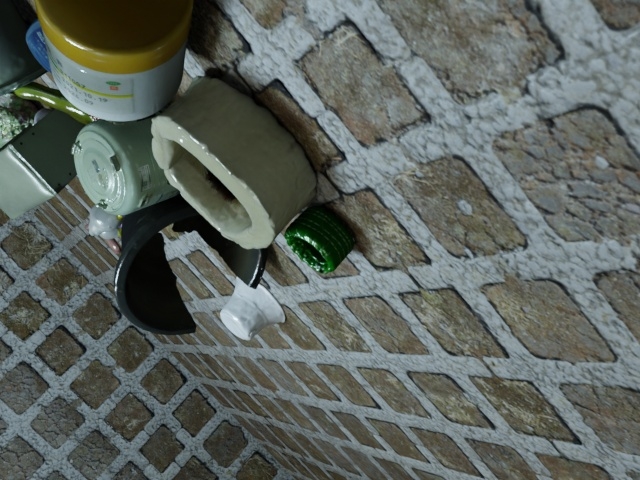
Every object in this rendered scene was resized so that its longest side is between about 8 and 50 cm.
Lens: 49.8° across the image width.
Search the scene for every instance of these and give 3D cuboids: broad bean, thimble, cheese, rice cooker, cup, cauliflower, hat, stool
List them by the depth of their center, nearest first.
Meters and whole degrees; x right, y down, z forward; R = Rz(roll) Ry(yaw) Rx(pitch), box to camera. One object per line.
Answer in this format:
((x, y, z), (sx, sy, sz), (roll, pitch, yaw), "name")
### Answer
((-0.180, -0.145, 1.344), (0.332, 0.153, 0.292), (50, 155, -15), "cheese")
((0.000, 0.000, 1.387), (0.130, 0.090, 0.118), (51, 153, -18), "thimble")
((-0.400, -0.183, 1.526), (0.226, 0.244, 0.226), (17, 117, 36), "rice cooker")
((-0.641, -0.341, 1.719), (0.324, 0.067, 0.075), (19, 130, -16), "broad bean")
((-0.764, -0.225, 1.881), (0.243, 0.270, 0.170), (-18, 120, 37), "stool")
((-0.212, 0.209, 2.008), (0.203, 0.126, 0.203), (34, 151, 22), "hat")
((-0.779, -0.342, 2.052), (0.116, 0.074, 0.104), (18, 170, 35), "cup")
((-0.975, -0.316, 2.134), (0.239, 0.315, 0.257), (39, 147, 59), "cauliflower")

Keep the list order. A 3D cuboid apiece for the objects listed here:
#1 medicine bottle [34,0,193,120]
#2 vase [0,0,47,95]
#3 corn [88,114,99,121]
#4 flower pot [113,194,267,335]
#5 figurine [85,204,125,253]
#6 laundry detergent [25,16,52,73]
((-0.340, -0.351, 1.148), (0.238, 0.238, 0.232), (42, 156, 2), "medicine bottle")
((-0.802, -0.513, 1.636), (0.245, 0.245, 0.291), (17, 136, 44), "vase")
((-0.509, -0.294, 1.685), (0.253, 0.086, 0.086), (50, 155, -14), "corn")
((-0.351, 0.009, 1.694), (0.251, 0.379, 0.379), (50, 167, 44), "flower pot")
((-0.623, -0.073, 2.092), (0.154, 0.193, 0.421), (42, 161, -6), "figurine")
((-0.548, -0.443, 1.490), (0.143, 0.094, 0.289), (55, 154, -17), "laundry detergent")
